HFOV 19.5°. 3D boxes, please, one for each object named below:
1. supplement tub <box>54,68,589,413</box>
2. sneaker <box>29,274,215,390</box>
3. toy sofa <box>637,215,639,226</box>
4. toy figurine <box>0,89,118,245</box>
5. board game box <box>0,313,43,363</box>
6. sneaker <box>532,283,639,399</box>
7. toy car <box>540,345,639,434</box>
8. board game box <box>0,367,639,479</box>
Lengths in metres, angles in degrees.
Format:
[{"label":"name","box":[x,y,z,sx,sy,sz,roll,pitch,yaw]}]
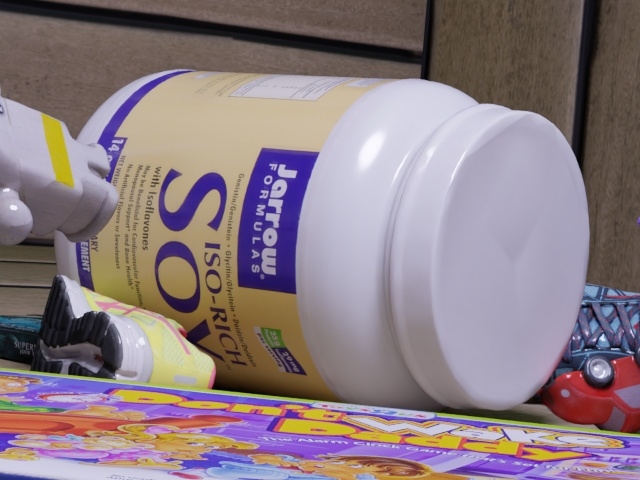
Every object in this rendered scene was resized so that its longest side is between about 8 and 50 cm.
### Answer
[{"label":"supplement tub","box":[0.000,0.000,1.343,0.331,0.241,0.241,6,2,37]},{"label":"sneaker","box":[-0.134,0.079,1.257,0.094,0.081,0.208,12,5,-25]},{"label":"toy sofa","box":[0.395,-0.015,1.194,0.363,0.177,0.150,26,22,7]},{"label":"toy figurine","box":[-0.220,0.011,0.887,0.148,0.213,0.210,23,-7,-42]},{"label":"board game box","box":[-0.220,0.082,1.531,0.186,0.026,0.126,7,3,42]},{"label":"sneaker","box":[0.248,0.068,1.477,0.262,0.104,0.125,5,-18,-14]},{"label":"toy car","box":[0.301,0.080,1.307,0.239,0.053,0.225,3,-30,-47]},{"label":"board game box","box":[-0.064,0.100,0.629,0.347,0.078,0.233,5,2,10]}]
